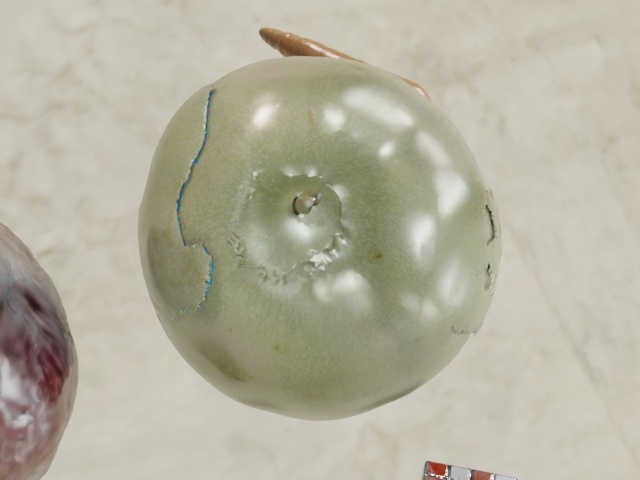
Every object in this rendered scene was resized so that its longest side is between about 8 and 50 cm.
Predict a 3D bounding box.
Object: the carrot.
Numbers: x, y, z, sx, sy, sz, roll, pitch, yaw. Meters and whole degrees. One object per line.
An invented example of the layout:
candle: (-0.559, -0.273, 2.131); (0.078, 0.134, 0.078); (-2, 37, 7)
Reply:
carrot: (0.037, -0.218, 2.208); (0.336, 0.069, 0.069); (34, 31, 32)

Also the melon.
melon: (-0.001, -0.002, 1.235); (0.330, 0.268, 0.269); (59, 17, -77)

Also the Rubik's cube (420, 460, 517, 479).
Rubik's cube: (0.133, 0.278, 1.592); (0.092, 0.092, 0.092); (11, 34, 1)

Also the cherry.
cherry: (-0.275, 0.074, 1.158); (0.230, 0.203, 0.300); (40, 23, -13)
